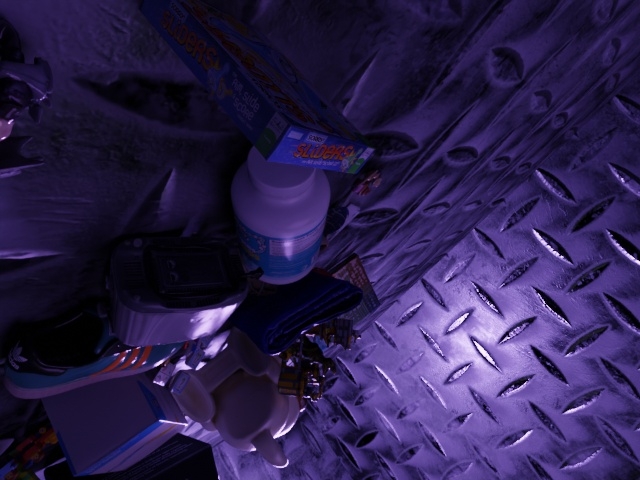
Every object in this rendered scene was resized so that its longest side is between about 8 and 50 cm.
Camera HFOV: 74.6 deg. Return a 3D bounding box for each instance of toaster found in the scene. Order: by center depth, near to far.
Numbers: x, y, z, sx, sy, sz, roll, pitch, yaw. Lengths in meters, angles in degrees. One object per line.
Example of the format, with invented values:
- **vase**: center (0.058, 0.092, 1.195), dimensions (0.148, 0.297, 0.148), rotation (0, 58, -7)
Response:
- **toaster**: center (-0.217, 0.079, 0.655), dimensions (0.227, 0.129, 0.146), rotation (-2, 145, -37)

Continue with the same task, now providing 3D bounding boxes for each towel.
- **towel**: center (-0.079, 0.125, 0.909), dimensions (0.228, 0.076, 0.308), rotation (-26, -165, -24)
- **towel**: center (0.016, 0.237, 1.393), dimensions (0.370, 0.040, 0.271), rotation (-36, 127, -12)

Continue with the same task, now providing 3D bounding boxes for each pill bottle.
- **pill bottle**: center (-0.063, -0.043, 0.666), dimensions (0.146, 0.146, 0.264), rotation (-31, 158, -21)

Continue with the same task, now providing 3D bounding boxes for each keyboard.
- **keyboard**: center (0.000, 0.000, 1.078), dimensions (0.256, 0.014, 0.072), rotation (-45, 155, 14)

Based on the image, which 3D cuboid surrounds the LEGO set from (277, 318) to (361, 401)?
- **LEGO set**: center (0.013, 0.316, 1.177), dimensions (0.192, 0.254, 0.331), rotation (3, 162, 9)

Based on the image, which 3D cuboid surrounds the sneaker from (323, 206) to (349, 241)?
- **sneaker**: center (0.024, -0.035, 0.997), dimensions (0.135, 0.052, 0.058), rotation (-47, 172, 32)

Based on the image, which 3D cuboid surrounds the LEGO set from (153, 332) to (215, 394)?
- **LEGO set**: center (-0.294, 0.260, 0.964), dimensions (0.182, 0.060, 0.244), rotation (-61, 168, -24)

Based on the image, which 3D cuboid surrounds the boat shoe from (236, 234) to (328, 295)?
- **boat shoe**: center (-0.123, 0.061, 0.856), dimensions (0.302, 0.098, 0.109), rotation (-35, 160, -12)

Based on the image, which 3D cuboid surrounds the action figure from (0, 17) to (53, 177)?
- **action figure**: center (-0.253, -0.123, 0.240), dimensions (0.185, 0.099, 0.285), rotation (-28, 163, -47)

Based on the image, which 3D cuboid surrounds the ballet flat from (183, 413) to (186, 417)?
- **ballet flat**: center (-0.497, 0.500, 1.151), dimensions (0.349, 0.123, 0.123), rotation (-9, 145, -55)

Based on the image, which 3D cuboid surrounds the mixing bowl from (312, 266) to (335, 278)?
- **mixing bowl**: center (-0.029, 0.135, 1.155), dimensions (0.182, 0.098, 0.181), rotation (-23, 171, -4)

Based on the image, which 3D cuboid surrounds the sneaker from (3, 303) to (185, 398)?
- **sneaker**: center (-0.330, 0.159, 0.689), dimensions (0.302, 0.108, 0.121), rotation (-13, 152, -48)

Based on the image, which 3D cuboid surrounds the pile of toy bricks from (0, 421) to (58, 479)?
- **pile of toy bricks**: center (-0.611, 0.482, 0.853), dimensions (0.212, 0.105, 0.118), rotation (-40, -177, -8)

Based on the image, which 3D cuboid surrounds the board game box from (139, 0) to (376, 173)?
- **board game box**: center (-0.053, -0.143, 0.381), dimensions (0.035, 0.201, 0.136), rotation (-50, 159, 26)

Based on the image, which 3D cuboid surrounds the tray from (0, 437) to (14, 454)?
- **tray**: center (-0.698, 0.421, 0.727), dimensions (0.145, 0.030, 0.270), rotation (-41, 161, 1)

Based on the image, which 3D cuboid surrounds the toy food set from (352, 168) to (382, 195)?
- **toy food set**: center (0.105, -0.132, 0.965), dimensions (0.078, 0.019, 0.122), rotation (-39, 168, 0)

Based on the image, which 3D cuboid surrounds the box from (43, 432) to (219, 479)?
- **box**: center (-0.480, 0.653, 1.075), dimensions (0.294, 0.211, 0.396), rotation (-12, 180, -44)

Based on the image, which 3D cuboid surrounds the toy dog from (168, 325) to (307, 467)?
- **toy dog**: center (-0.176, 0.473, 1.269), dimensions (0.284, 0.395, 0.408), rotation (-47, 156, -13)

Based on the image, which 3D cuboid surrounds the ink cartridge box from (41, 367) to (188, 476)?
- **ink cartridge box**: center (-0.417, 0.364, 0.888), dimensions (0.168, 0.171, 0.232), rotation (-33, 159, -17)
